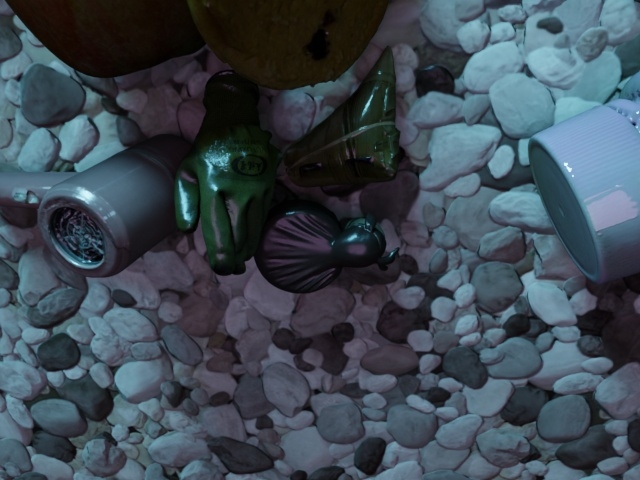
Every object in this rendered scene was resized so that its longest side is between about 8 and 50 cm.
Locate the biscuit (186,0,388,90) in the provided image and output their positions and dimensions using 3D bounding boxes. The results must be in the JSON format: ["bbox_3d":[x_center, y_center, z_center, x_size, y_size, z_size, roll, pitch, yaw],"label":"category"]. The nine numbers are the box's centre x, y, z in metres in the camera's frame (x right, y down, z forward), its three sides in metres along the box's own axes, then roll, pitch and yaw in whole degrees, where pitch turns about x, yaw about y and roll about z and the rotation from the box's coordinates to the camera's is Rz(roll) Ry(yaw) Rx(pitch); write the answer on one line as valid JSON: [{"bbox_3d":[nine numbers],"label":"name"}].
[{"bbox_3d":[-0.023,-0.300,0.536,0.075,0.296,0.295,30,118,36],"label":"biscuit"}]

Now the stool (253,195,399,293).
[{"bbox_3d":[0.000,0.000,0.715,0.218,0.121,0.125,-6,110,8],"label":"stool"}]

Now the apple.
[{"bbox_3d":[-0.214,-0.304,0.538,0.257,0.256,0.233,-9,115,8],"label":"apple"}]

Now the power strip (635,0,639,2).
[{"bbox_3d":[0.340,-0.394,0.553,0.048,0.080,0.285,-25,108,15],"label":"power strip"}]

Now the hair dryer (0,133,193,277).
[{"bbox_3d":[-0.349,-0.054,0.691,0.353,0.210,0.125,3,118,19],"label":"hair dryer"}]

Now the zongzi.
[{"bbox_3d":[0.013,-0.163,0.690,0.189,0.081,0.177,-2,91,20],"label":"zongzi"}]

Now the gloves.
[{"bbox_3d":[-0.114,-0.088,0.638,0.136,0.107,0.267,-2,78,-7],"label":"gloves"}]

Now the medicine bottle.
[{"bbox_3d":[0.427,-0.092,0.581,0.302,0.241,0.241,-23,109,13],"label":"medicine bottle"}]
